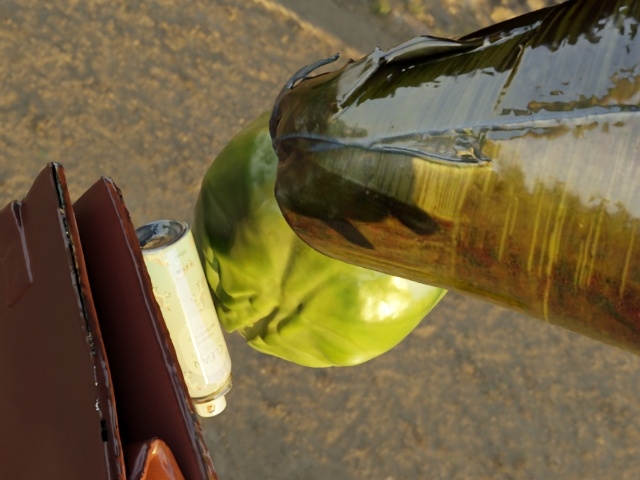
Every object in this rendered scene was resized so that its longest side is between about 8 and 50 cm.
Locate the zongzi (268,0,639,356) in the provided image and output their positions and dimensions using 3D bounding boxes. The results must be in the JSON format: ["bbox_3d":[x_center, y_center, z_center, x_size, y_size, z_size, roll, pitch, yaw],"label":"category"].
[{"bbox_3d":[0.188,-0.151,0.833,0.403,0.432,0.208,16,-1,17],"label":"zongzi"}]

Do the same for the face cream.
[{"bbox_3d":[-0.147,0.091,1.216,0.075,0.075,0.229,-77,156,-58],"label":"face cream"}]

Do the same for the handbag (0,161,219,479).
[{"bbox_3d":[-0.186,0.124,0.722,0.084,0.260,0.275,11,44,-39],"label":"handbag"}]

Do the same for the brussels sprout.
[{"bbox_3d":[0.000,-0.005,1.250,0.289,0.355,0.281,43,46,4],"label":"brussels sprout"}]
